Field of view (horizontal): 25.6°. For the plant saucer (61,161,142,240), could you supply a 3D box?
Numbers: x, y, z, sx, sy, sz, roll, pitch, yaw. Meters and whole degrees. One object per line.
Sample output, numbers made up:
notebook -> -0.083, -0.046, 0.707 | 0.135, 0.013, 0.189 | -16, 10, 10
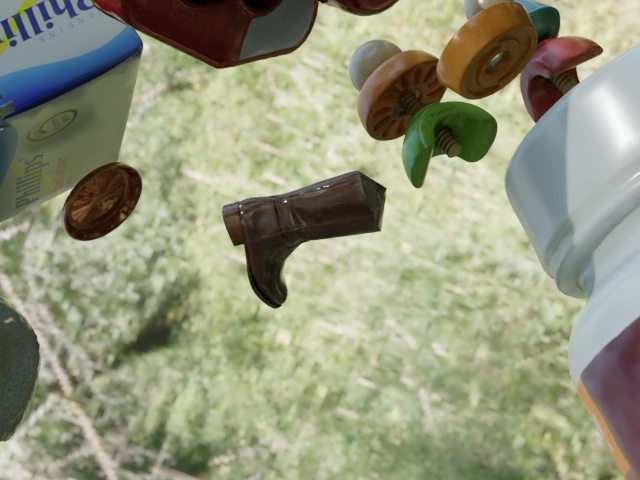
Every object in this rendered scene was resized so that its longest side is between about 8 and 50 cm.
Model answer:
plant saucer -> -0.196, -0.036, 1.256 | 0.083, 0.013, 0.083 | -34, -31, -24

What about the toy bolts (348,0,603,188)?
toy bolts -> 0.148, -0.195, 1.368 | 0.228, 0.158, 0.218 | -23, -30, -27

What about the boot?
boot -> 0.000, 0.000, 1.006 | 0.037, 0.114, 0.106 | -92, -17, -44

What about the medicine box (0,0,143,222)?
medicine box -> -0.297, -0.196, 1.215 | 0.149, 0.289, 0.263 | -31, -8, -19

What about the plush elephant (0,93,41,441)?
plush elephant -> -0.326, 0.038, 0.886 | 0.330, 0.272, 0.255 | -38, 29, 14

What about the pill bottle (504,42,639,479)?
pill bottle -> 0.258, 0.091, 0.674 | 0.392, 0.224, 0.224 | 64, 153, 23

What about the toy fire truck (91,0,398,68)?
toy fire truck -> -0.059, -0.247, 0.827 | 0.254, 0.169, 0.302 | -19, -51, -45
